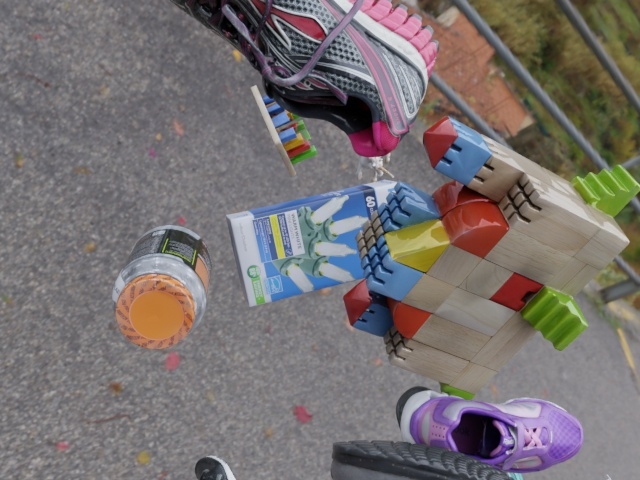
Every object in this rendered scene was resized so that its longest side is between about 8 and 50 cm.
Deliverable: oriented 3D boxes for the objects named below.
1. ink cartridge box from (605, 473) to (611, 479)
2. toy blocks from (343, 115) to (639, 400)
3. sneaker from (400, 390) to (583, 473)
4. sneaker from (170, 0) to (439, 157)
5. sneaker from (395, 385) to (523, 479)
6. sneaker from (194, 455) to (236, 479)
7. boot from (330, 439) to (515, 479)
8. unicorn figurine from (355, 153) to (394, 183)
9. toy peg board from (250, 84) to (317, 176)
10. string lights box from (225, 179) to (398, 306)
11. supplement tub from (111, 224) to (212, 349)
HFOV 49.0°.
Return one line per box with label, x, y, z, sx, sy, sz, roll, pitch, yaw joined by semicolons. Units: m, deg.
ink cartridge box;0.325;0.296;0.771;0.083;0.028;0.048;50;8;-43
toy blocks;0.164;0.029;0.853;0.261;0.381;0.191;22;31;-23
sneaker;0.221;0.236;0.845;0.236;0.104;0.095;8;79;-15
sneaker;-0.036;-0.175;0.570;0.299;0.121;0.112;24;75;-19
sneaker;0.264;0.399;1.279;0.178;0.124;0.295;53;-5;-38
sneaker;-0.297;0.685;1.916;0.124;0.283;0.107;4;105;-37
boot;0.146;0.321;0.632;0.118;0.338;0.223;35;70;-75
unicorn figurine;0.095;-0.145;1.193;0.060;0.111;0.162;8;60;2
toy peg board;-0.075;-0.255;1.567;0.161;0.079;0.161;64;2;-67
string lights box;0.000;0.000;1.059;0.077;0.259;0.133;-151;-132;-75
supplement tub;-0.337;0.097;1.513;0.193;0.193;0.316;48;7;-16
